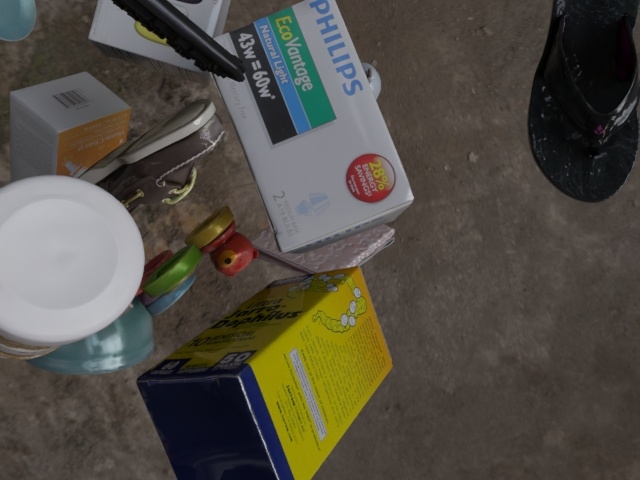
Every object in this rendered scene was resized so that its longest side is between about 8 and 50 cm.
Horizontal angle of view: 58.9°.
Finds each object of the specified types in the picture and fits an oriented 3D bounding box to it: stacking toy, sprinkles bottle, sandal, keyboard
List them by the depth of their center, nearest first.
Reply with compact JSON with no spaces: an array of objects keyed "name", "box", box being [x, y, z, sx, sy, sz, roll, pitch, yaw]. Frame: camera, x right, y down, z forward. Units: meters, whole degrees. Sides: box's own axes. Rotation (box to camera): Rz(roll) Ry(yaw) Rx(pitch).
[{"name":"keyboard","box":[-0.201,-0.227,0.408,0.317,0.201,0.033,35,99,-34]},{"name":"sprinkles bottle","box":[-0.268,0.046,0.539,0.121,0.121,0.355,50,149,-11]},{"name":"sandal","box":[0.416,-0.281,0.878,0.168,0.107,0.445,2,94,14]},{"name":"stacking toy","box":[-0.289,0.092,1.182,0.309,0.279,0.130,-33,107,22]}]

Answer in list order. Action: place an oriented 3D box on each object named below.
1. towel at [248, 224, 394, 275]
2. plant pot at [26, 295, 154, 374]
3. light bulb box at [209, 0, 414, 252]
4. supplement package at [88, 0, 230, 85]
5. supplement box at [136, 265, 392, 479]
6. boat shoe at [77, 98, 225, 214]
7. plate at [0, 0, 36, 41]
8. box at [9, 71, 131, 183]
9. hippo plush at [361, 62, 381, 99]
[{"name":"towel","box":[0.000,0.000,1.613,0.317,0.332,0.053,22,127,31]},{"name":"plant pot","box":[-0.532,0.157,1.320,0.293,0.293,0.196,9,103,4]},{"name":"light bulb box","box":[-0.015,-0.173,1.020,0.225,0.361,0.357,-22,87,2]},{"name":"supplement package","box":[-0.285,-0.416,1.045,0.203,0.149,0.194,15,95,-9]},{"name":"supplement box","box":[-0.062,0.202,0.876,0.194,0.356,0.195,-12,103,32]},{"name":"boat shoe","box":[-0.228,-0.097,0.781,0.324,0.116,0.096,-15,119,41]},{"name":"plate","box":[-0.671,-0.505,1.168,0.024,0.188,0.188,-4,110,22]},{"name":"box","box":[-0.640,-0.218,1.442,0.168,0.215,0.345,38,133,11]},{"name":"hippo plush","box":[0.068,-0.314,1.395,0.294,0.234,0.236,10,119,-11]}]
